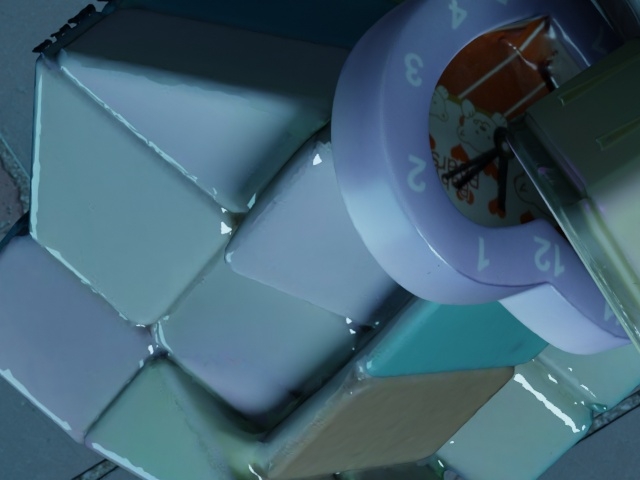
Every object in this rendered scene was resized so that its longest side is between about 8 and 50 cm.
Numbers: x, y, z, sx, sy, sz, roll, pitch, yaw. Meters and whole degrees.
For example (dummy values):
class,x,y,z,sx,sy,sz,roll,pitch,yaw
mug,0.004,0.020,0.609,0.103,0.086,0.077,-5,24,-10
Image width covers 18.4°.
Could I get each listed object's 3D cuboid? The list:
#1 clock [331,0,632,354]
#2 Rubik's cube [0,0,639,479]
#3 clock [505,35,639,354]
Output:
class,x,y,z,sx,sy,sz,roll,pitch,yaw
clock,0.081,-0.042,0.873,0.198,0.064,0.172,20,-118,-38
Rubik's cube,0.000,0.000,1.140,0.368,0.358,0.387,40,-149,-2
clock,0.141,0.009,0.746,0.147,0.071,0.192,57,-174,-12
